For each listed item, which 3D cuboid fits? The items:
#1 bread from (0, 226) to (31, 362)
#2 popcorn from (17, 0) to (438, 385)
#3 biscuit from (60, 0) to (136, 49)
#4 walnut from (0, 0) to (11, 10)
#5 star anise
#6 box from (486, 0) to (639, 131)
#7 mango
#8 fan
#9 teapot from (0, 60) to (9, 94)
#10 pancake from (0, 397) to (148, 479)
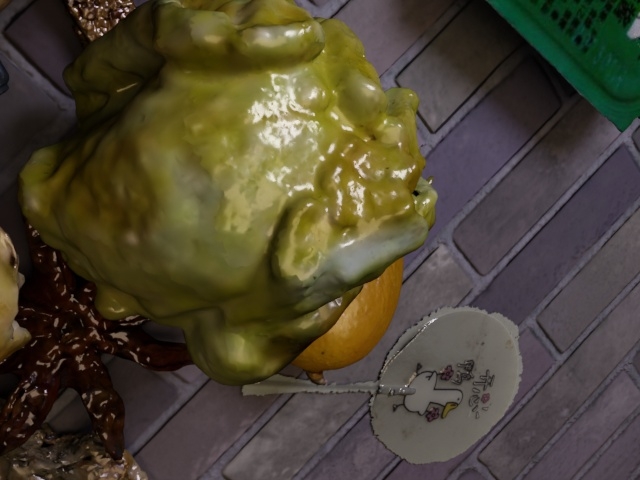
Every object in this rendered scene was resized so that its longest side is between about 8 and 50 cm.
[{"bbox_3d":[-0.444,0.051,0.461,0.361,0.250,0.394,48,59,-8],"label":"bread"},{"bbox_3d":[-0.072,-0.059,0.596,0.312,0.312,0.312,-8,109,-22],"label":"popcorn"},{"bbox_3d":[-0.198,-0.211,0.661,0.064,0.034,0.199,-32,116,-13],"label":"biscuit"},{"bbox_3d":[-0.299,-0.263,0.498,0.224,0.225,0.261,-5,106,-23],"label":"walnut"},{"bbox_3d":[-0.232,0.082,0.703,0.288,0.088,0.288,-4,99,-29],"label":"star anise"},{"bbox_3d":[0.288,-0.314,0.809,0.336,0.106,0.264,33,92,-30],"label":"box"},{"bbox_3d":[0.000,0.000,0.773,0.176,0.119,0.317,-8,100,-11],"label":"mango"},{"bbox_3d":[0.095,0.189,0.935,0.414,0.012,0.233,4,104,-26],"label":"fan"},{"bbox_3d":[-0.308,-0.157,0.628,0.049,0.063,0.083,-46,121,-41],"label":"teapot"},{"bbox_3d":[-0.341,0.337,0.752,0.382,0.071,0.382,-6,105,-23],"label":"pancake"}]
